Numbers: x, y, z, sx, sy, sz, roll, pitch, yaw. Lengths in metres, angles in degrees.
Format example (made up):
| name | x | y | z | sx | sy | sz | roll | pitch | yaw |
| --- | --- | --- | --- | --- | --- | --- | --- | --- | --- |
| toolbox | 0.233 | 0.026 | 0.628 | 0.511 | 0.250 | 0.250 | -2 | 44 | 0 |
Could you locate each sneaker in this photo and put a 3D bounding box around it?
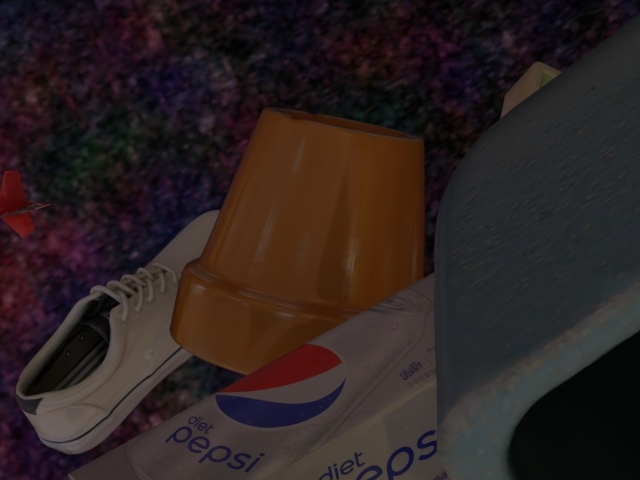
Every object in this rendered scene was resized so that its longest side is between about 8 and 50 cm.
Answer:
| name | x | y | z | sx | sy | sz | roll | pitch | yaw |
| --- | --- | --- | --- | --- | --- | --- | --- | --- | --- |
| sneaker | -0.153 | 0.066 | 1.256 | 0.094 | 0.258 | 0.091 | 28 | 160 | 32 |

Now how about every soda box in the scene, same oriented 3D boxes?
| name | x | y | z | sx | sy | sz | roll | pitch | yaw |
| --- | --- | --- | --- | --- | --- | --- | --- | --- | --- |
| soda box | -0.005 | 0.133 | 0.924 | 0.091 | 0.286 | 0.098 | 37 | 148 | 47 |

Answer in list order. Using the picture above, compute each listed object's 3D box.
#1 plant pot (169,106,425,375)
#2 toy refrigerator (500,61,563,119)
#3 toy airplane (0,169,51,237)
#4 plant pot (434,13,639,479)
| name | x | y | z | sx | sy | sz | roll | pitch | yaw |
| --- | --- | --- | --- | --- | --- | --- | --- | --- | --- |
| plant pot | 0.000 | 0.000 | 1.150 | 0.205 | 0.205 | 0.188 | 17 | 101 | 33 |
| toy refrigerator | 0.261 | -0.072 | 1.749 | 0.102 | 0.270 | 0.094 | 23 | 149 | -11 |
| toy airplane | -0.320 | -0.017 | 1.339 | 0.028 | 0.151 | 0.151 | -136 | 36 | -57 |
| plant pot | 0.187 | 0.008 | 0.477 | 0.248 | 0.252 | 0.247 | -37 | 112 | 13 |
